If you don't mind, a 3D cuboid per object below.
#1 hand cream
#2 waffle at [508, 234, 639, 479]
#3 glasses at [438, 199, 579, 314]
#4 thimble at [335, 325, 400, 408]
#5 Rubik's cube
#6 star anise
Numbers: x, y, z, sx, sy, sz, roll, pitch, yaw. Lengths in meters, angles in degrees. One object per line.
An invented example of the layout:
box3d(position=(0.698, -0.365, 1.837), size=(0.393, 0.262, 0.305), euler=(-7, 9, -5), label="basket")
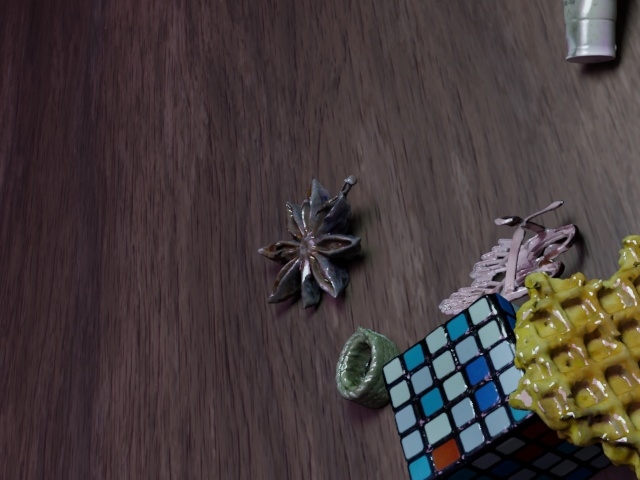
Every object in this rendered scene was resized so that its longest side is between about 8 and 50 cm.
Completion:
box3d(position=(0.372, -0.405, 1.475), size=(0.111, 0.070, 0.313), euler=(-2, 89, 56), label="hand cream")
box3d(position=(0.344, 0.114, 1.143), size=(0.281, 0.058, 0.300), euler=(41, 63, 18), label="waffle")
box3d(position=(0.226, 0.019, 1.365), size=(0.162, 0.095, 0.255), euler=(-30, 5, 32), label="glasses")
box3d(position=(0.068, 0.181, 1.532), size=(0.084, 0.062, 0.110), euler=(-17, 55, 42), label="thimble")
box3d(position=(0.211, 0.201, 1.268), size=(0.187, 0.182, 0.184), euler=(-39, 43, 25), label="Rubik's cube")
box3d(position=(0.000, 0.000, 1.707), size=(0.262, 0.081, 0.230), euler=(-55, 37, 24), label="star anise")
